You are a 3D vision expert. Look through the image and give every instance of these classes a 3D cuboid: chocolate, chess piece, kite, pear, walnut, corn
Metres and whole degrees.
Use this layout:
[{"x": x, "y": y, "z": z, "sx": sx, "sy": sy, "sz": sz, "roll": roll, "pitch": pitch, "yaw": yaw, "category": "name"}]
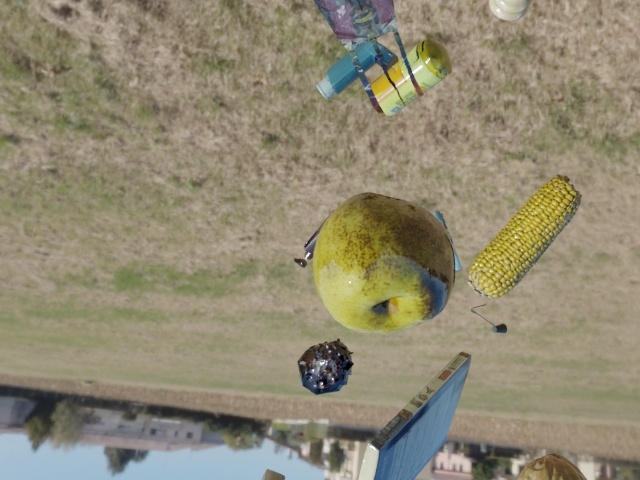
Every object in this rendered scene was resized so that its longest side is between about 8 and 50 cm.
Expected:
[{"x": 0.028, "y": 0.325, "z": 1.503, "sx": 0.156, "sy": 0.156, "sz": 0.133, "roll": 11, "pitch": 143, "yaw": -13, "category": "chocolate"}, {"x": 0.444, "y": -0.578, "z": 1.218, "sx": 0.094, "sy": 0.094, "sz": 0.170, "roll": 6, "pitch": 162, "yaw": -1, "category": "chess piece"}, {"x": 0.108, "y": -0.460, "z": 1.228, "sx": 0.204, "sy": 0.360, "sz": 0.022, "roll": -30, "pitch": -161, "yaw": -13, "category": "kite"}, {"x": 0.086, "y": 0.025, "z": 0.770, "sx": 0.197, "sy": 0.197, "sz": 0.197, "roll": 5, "pitch": 161, "yaw": 2, "category": "pear"}, {"x": 0.626, "y": 0.702, "z": 1.489, "sx": 0.198, "sy": 0.245, "sz": 0.198, "roll": 12, "pitch": 167, "yaw": 3, "category": "walnut"}, {"x": 0.414, "y": -0.002, "z": 1.116, "sx": 0.106, "sy": 0.293, "sz": 0.106, "roll": 39, "pitch": -170, "yaw": -8, "category": "corn"}]

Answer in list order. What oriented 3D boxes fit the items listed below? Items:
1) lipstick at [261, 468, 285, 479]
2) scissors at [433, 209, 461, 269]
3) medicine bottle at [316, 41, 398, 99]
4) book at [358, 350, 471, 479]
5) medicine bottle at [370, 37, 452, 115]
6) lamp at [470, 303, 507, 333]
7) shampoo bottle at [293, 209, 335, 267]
[{"x": -0.148, "y": 0.746, "z": 1.511, "sx": 0.068, "sy": 0.066, "sz": 0.317, "roll": 23, "pitch": -172, "yaw": -2, "category": "lipstick"}, {"x": 0.380, "y": -0.015, "z": 1.689, "sx": 0.032, "sy": 0.180, "sz": 0.393, "roll": -19, "pitch": -176, "yaw": 12, "category": "scissors"}, {"x": 0.112, "y": -0.538, "z": 1.751, "sx": 0.258, "sy": 0.124, "sz": 0.079, "roll": -34, "pitch": 170, "yaw": 14, "category": "medicine bottle"}, {"x": 0.216, "y": 0.468, "z": 1.286, "sx": 0.039, "sy": 0.300, "sz": 0.428, "roll": 26, "pitch": -149, "yaw": 31, "category": "book"}, {"x": 0.252, "y": -0.455, "z": 1.534, "sx": 0.124, "sy": 0.124, "sz": 0.239, "roll": 19, "pitch": 146, "yaw": -33, "category": "medicine bottle"}, {"x": 0.543, "y": 0.258, "z": 1.785, "sx": 0.054, "sy": 0.121, "sz": 0.041, "roll": -2, "pitch": 122, "yaw": -29, "category": "lamp"}, {"x": -0.002, "y": 0.000, "z": 1.839, "sx": 0.068, "sy": 0.067, "sz": 0.236, "roll": 39, "pitch": 117, "yaw": 5, "category": "shampoo bottle"}]
